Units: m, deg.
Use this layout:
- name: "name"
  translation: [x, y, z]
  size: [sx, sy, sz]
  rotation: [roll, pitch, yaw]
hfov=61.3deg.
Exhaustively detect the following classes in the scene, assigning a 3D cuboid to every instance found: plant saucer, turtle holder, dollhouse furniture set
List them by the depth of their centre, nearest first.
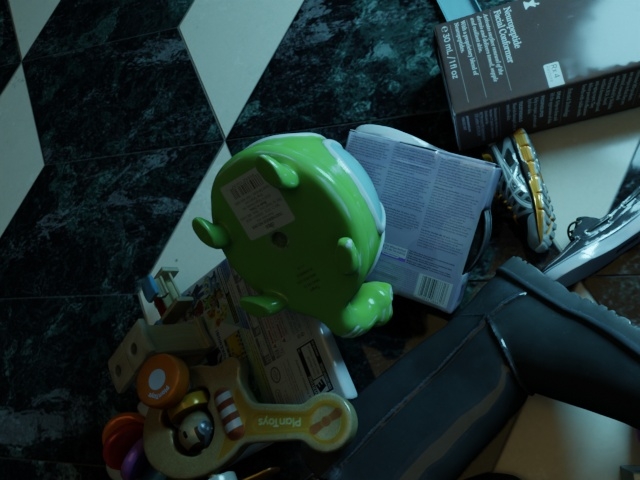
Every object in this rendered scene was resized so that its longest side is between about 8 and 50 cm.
- name: "turtle holder"
  translation: [0.003, -0.017, 0.798]
  size: [0.320, 0.227, 0.243]
  rotation: [35, 125, 7]
- name: "dollhouse furniture set"
  translation: [-0.309, 0.157, 0.975]
  size: [0.129, 0.129, 0.184]
  rotation: [-49, 57, 25]
- name: "plant saucer"
  translation: [0.280, -0.440, 1.059]
  size: [0.067, 0.018, 0.192]
  rotation: [-22, 67, 12]

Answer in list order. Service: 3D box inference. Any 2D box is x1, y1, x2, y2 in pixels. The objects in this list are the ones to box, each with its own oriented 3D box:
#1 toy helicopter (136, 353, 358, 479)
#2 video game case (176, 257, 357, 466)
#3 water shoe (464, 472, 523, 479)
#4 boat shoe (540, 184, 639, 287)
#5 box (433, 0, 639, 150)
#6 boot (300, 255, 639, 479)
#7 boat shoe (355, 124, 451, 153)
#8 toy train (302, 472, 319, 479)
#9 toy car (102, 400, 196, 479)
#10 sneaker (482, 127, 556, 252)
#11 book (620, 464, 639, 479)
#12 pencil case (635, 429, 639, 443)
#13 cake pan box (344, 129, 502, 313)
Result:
- name: "toy helicopter"
  translation: [-0.116, 0.293, 0.810]
  size: [0.355, 0.140, 0.235]
  rotation: [-8, 64, 20]
- name: "video game case"
  translation: [-0.117, 0.178, 0.937]
  size: [0.300, 0.036, 0.329]
  rotation: [-36, 63, 25]
- name: "water shoe"
  translation: [0.210, 0.402, 0.782]
  size: [0.203, 0.073, 0.080]
  rotation: [-25, 87, 15]
- name: "boat shoe"
  translation: [0.425, -0.010, 0.829]
  size: [0.228, 0.080, 0.076]
  rotation: [-35, 58, 5]
- name: "box"
  translation: [0.399, -0.303, 0.904]
  size: [0.381, 0.143, 0.191]
  rotation: [-13, 68, 14]
- name: "boot"
  translation: [0.204, 0.257, 0.714]
  size: [0.445, 0.146, 0.367]
  rotation: [-40, 24, 0]
- name: "boat shoe"
  translation: [0.157, -0.128, 0.955]
  size: [0.258, 0.095, 0.084]
  rotation: [25, 78, 26]
- name: "toy train"
  translation: [-0.055, 0.435, 0.835]
  size: [0.184, 0.105, 0.080]
  rotation: [-41, 67, 3]
- name: "toy car"
  translation: [-0.300, 0.363, 0.930]
  size: [0.182, 0.136, 0.159]
  rotation: [26, 82, 25]
- name: "sneaker"
  translation: [0.328, -0.077, 0.891]
  size: [0.083, 0.084, 0.215]
  rotation: [-19, 63, 28]
- name: "book"
  translation: [0.473, 0.307, 0.692]
  size: [0.144, 0.096, 0.035]
  rotation: [-4, 72, 19]
- name: "pencil case"
  translation: [0.559, 0.233, 0.677]
  size: [0.284, 0.124, 0.124]
  rotation: [-3, 71, 18]
- name: "cake pan box"
  translation: [0.143, -0.036, 0.895]
  size: [0.267, 0.070, 0.246]
  rotation: [18, 105, 25]
